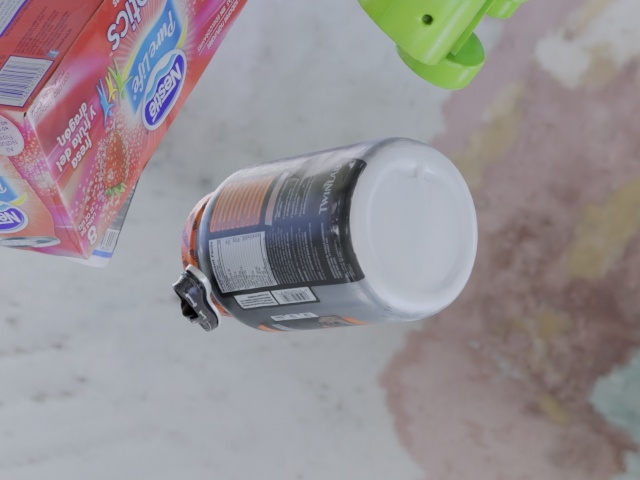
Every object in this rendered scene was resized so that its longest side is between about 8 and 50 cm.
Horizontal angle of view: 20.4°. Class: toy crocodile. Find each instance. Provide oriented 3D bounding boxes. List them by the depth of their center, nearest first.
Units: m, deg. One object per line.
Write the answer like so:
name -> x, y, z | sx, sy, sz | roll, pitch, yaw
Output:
toy crocodile -> 0.114, -0.213, 1.320 | 0.105, 0.115, 0.340 | 35, -144, 0

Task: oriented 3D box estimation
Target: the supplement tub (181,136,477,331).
supplement tub -> 0.000, 0.000, 2.064 | 0.207, 0.207, 0.338 | -4, 178, -40

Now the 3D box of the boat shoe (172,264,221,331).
boat shoe -> -0.145, 0.075, 2.066 | 0.046, 0.125, 0.038 | 38, -110, 21

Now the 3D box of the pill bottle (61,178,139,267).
pill bottle -> -0.178, -0.055, 1.379 | 0.078, 0.137, 0.078 | 20, -177, -1

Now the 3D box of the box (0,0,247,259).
box -> -0.185, -0.145, 1.272 | 0.154, 0.142, 0.300 | 8, -132, 22
